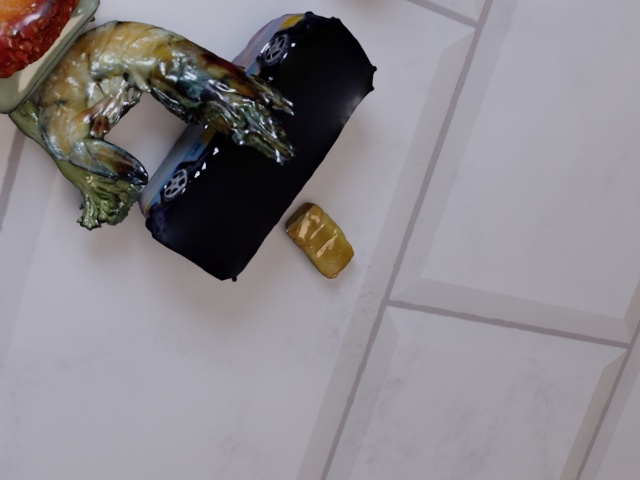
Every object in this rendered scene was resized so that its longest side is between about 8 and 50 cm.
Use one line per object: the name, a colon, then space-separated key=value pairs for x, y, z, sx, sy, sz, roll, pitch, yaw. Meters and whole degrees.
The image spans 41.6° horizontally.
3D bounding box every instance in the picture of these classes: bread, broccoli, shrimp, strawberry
bread: x=0.000 y=0.000 z=1.369 sx=0.074 sy=0.053 sz=0.132 roll=-43 pitch=123 yaw=-8
broccoli: x=-0.329 y=-0.109 z=1.134 sx=0.118 sy=0.122 sz=0.204 roll=-39 pitch=107 yaw=14
shrimp: x=-0.204 y=-0.152 z=1.061 sx=0.233 sy=0.365 sz=0.071 roll=-52 pitch=160 yaw=-16
strawberry: x=-0.356 y=-0.256 z=0.958 sx=0.236 sy=0.175 sz=0.106 roll=-20 pitch=153 yaw=-13

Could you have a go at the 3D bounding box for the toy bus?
toy bus: x=-0.099 y=-0.151 z=1.198 sx=0.171 sy=0.162 sz=0.386 roll=37 pitch=89 yaw=-37

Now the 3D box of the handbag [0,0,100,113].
handbag: x=-0.440 y=-0.316 z=1.001 sx=0.315 sy=0.109 sz=0.241 roll=40 pitch=86 yaw=-29
